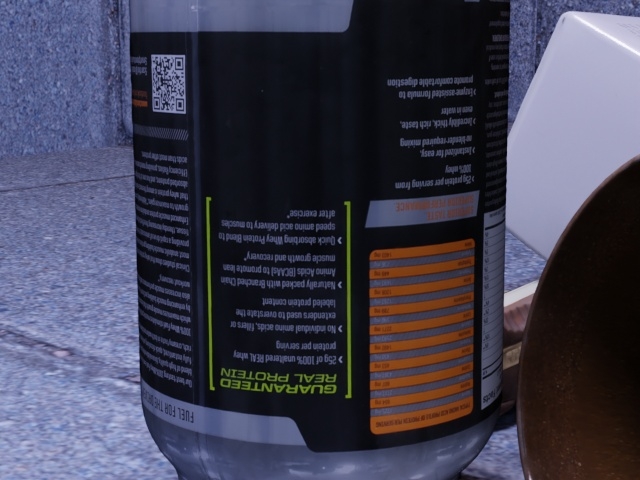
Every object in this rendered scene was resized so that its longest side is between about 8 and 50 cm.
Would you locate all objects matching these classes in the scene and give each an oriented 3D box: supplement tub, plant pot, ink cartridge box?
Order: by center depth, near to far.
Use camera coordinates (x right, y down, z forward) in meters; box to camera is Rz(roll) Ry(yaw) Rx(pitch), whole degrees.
[{"bbox_3d":[0.251,0.080,0.608,0.230,0.215,0.215,12,4,-25],"label":"plant pot"},{"bbox_3d":[0.000,0.000,0.650,0.193,0.316,0.193,0,10,0],"label":"supplement tub"},{"bbox_3d":[0.361,-0.028,0.911,0.395,0.166,0.285,-6,37,-43],"label":"ink cartridge box"}]

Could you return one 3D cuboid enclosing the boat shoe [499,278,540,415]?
[{"bbox_3d":[0.139,0.069,0.896,0.257,0.095,0.095,-7,6,-34],"label":"boat shoe"}]
